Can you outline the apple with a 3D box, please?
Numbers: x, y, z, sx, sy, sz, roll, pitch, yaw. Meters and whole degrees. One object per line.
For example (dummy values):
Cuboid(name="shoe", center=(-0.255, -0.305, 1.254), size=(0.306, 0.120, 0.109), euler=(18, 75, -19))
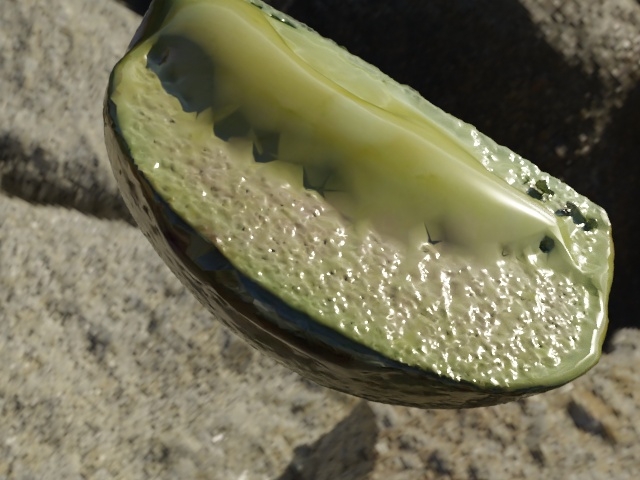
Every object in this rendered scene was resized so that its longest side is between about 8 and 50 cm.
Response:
Cuboid(name="apple", center=(0.000, 0.000, 0.647), size=(0.265, 0.120, 0.193), euler=(31, 37, 1))
